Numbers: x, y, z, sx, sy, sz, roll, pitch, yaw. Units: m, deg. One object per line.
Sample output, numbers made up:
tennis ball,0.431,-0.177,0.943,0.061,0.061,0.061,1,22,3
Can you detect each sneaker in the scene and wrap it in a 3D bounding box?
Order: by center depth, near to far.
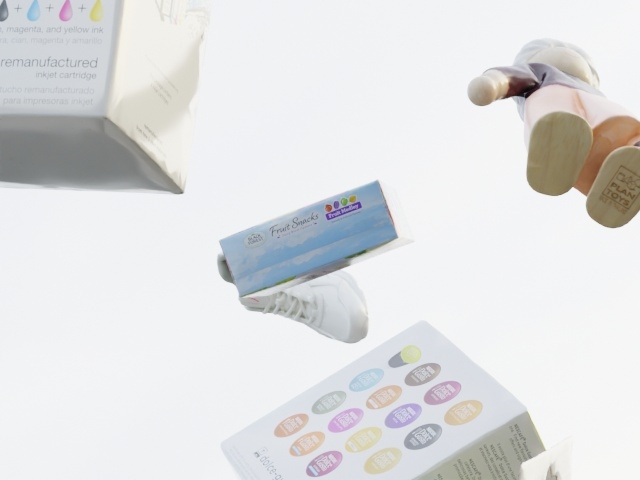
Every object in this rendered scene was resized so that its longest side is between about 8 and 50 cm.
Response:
sneaker,-0.040,0.069,2.388,0.115,0.232,0.090,-16,-57,-40

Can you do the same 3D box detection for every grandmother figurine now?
grandmother figurine,0.233,-0.112,1.795,0.208,0.342,0.104,35,-74,-13

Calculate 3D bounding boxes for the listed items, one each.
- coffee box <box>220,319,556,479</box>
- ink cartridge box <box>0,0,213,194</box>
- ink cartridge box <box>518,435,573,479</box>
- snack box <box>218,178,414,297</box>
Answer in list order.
coffee box,0.124,0.365,2.527,0.334,0.337,0.338,-31,-65,-8
ink cartridge box,-0.182,-0.168,1.370,0.171,0.232,0.168,2,-16,16
ink cartridge box,0.167,0.392,1.974,0.091,0.385,0.308,8,2,16
snack box,0.000,0.000,2.033,0.175,0.070,0.207,-20,-5,5
